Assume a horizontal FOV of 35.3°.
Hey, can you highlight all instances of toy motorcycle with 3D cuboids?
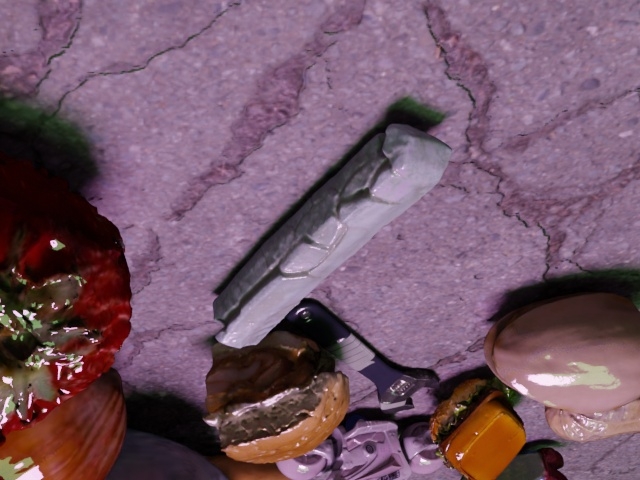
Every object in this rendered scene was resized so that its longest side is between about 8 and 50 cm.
[{"bbox_3d":[0.061,0.301,1.380,0.254,0.112,0.112,3,143,-20],"label":"toy motorcycle"}]

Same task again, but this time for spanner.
[{"bbox_3d":[0.056,0.143,1.236,0.087,0.024,0.316,-26,141,18],"label":"spanner"}]

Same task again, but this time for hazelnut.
[{"bbox_3d":[-0.322,0.203,1.101,0.186,0.210,0.210,0,151,28],"label":"hazelnut"}]

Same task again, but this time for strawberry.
[{"bbox_3d":[-0.311,0.040,0.849,0.274,0.220,0.274,-11,114,-27],"label":"strawberry"}]

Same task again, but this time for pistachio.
[{"bbox_3d":[0.304,0.132,1.182,0.215,0.144,0.144,-3,144,-1],"label":"pistachio"}]

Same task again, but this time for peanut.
[{"bbox_3d":[0.413,0.220,1.378,0.214,0.090,0.098,-6,115,-9],"label":"peanut"}]

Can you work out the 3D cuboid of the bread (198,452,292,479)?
[{"bbox_3d":[-0.112,0.352,1.425,0.173,0.085,0.134,8,136,-21],"label":"bread"}]

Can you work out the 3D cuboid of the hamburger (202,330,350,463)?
[{"bbox_3d":[-0.032,0.204,1.185,0.155,0.135,0.207,-7,149,14],"label":"hamburger"}]

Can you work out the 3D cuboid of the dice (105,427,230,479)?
[{"bbox_3d":[-0.275,0.446,1.234,0.348,0.330,0.328,1,134,13],"label":"dice"}]

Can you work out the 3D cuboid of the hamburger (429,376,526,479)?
[{"bbox_3d":[0.212,0.251,1.356,0.137,0.087,0.166,-45,141,-5],"label":"hamburger"}]

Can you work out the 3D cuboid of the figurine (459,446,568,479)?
[{"bbox_3d":[0.323,0.421,1.617,0.185,0.127,0.234,-27,132,9],"label":"figurine"}]

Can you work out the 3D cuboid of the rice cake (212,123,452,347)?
[{"bbox_3d":[0.000,0.000,0.987,0.066,0.063,0.336,8,140,-37],"label":"rice cake"}]
